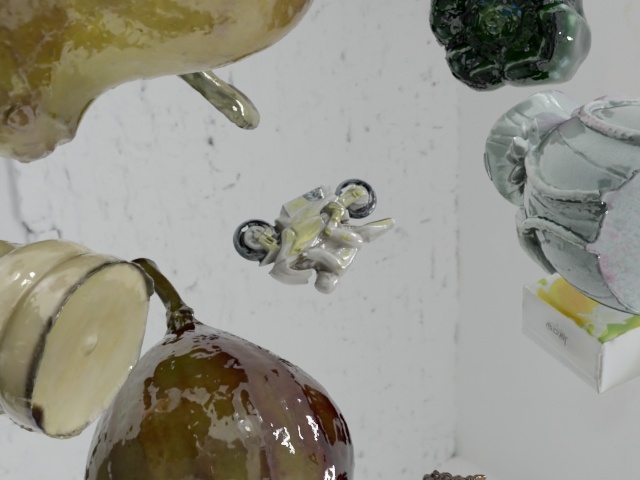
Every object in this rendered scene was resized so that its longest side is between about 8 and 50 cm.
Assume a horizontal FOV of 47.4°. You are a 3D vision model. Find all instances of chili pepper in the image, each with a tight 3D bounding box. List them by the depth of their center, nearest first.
[{"bbox_3d":[0.325,-0.376,1.222,0.233,0.257,0.248,-3,-78,38],"label":"chili pepper"}]

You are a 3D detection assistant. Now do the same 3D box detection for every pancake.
[{"bbox_3d":[-0.223,-0.301,1.311,0.049,0.294,0.294,-50,-122,6],"label":"pancake"}]

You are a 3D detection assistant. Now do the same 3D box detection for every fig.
[{"bbox_3d":[-0.110,0.129,0.616,0.320,0.217,0.217,61,-36,30],"label":"fig"}]

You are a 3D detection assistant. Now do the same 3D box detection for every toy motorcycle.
[{"bbox_3d":[0.000,0.000,1.556,0.222,0.341,0.108,59,-19,14],"label":"toy motorcycle"}]

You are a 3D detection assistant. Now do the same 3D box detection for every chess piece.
[{"bbox_3d":[-0.273,0.016,0.455,0.308,0.139,0.124,19,-65,7],"label":"chess piece"}]

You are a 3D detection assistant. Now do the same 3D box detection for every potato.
[{"bbox_3d":[-0.164,-0.237,0.695,0.296,0.396,0.290,20,-14,5],"label":"potato"}]

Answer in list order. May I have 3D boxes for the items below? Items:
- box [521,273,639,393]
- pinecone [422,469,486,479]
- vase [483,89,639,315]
[{"bbox_3d":[0.497,0.121,1.214,0.194,0.261,0.111,43,-31,55],"label":"box"},{"bbox_3d":[0.115,0.248,0.609,0.109,0.102,0.102,59,-38,8],"label":"pinecone"},{"bbox_3d":[0.357,-0.072,0.942,0.445,0.250,0.249,-100,-175,-71],"label":"vase"}]
